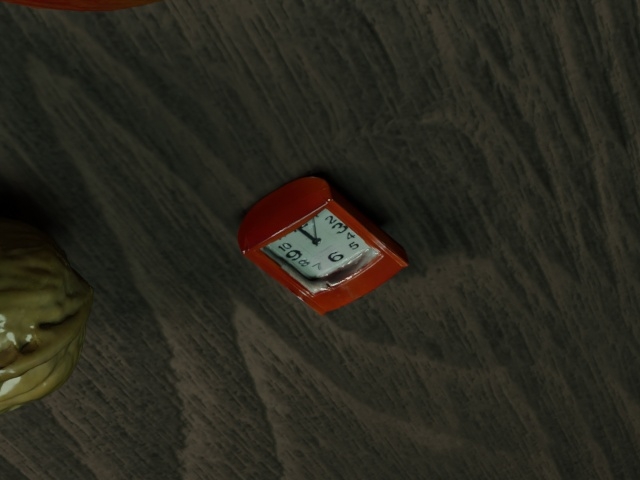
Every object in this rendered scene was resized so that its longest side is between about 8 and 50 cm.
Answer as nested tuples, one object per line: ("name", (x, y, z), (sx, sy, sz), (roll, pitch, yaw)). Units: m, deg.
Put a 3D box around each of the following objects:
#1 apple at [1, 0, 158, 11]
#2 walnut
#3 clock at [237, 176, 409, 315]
("apple", (-0.178, -0.255, 1.424), (0.346, 0.179, 0.254), (-8, -177, -12))
("walnut", (-0.330, 0.071, 1.790), (0.245, 0.198, 0.198), (-11, 145, -8))
("clock", (0.000, 0.000, 1.946), (0.113, 0.061, 0.155), (-30, 140, 18))
